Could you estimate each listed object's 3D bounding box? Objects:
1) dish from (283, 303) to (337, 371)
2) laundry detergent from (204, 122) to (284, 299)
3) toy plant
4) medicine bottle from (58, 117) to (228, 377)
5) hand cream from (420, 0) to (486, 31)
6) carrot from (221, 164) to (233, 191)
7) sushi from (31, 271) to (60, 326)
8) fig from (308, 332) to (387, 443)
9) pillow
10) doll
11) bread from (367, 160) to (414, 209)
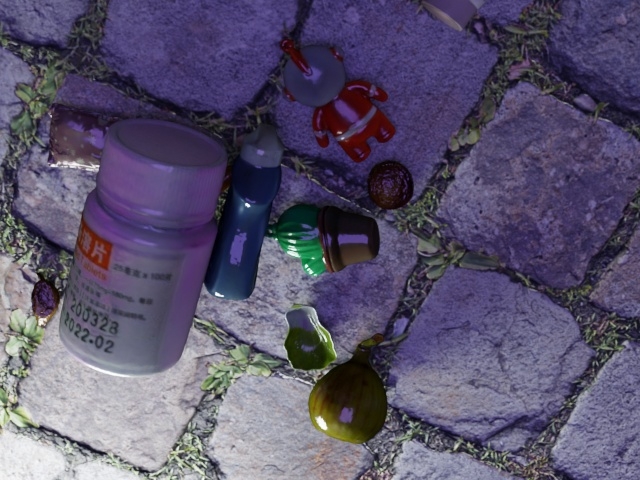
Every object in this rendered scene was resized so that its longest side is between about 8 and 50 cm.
[{"bbox_3d":[-0.023,0.169,1.790,0.091,0.039,0.137,-12,110,8],"label":"dish"},{"bbox_3d":[-0.125,-0.051,1.637,0.094,0.143,0.290,12,115,-6],"label":"laundry detergent"},{"bbox_3d":[0.000,0.000,1.700,0.200,0.105,0.143,0,131,18],"label":"toy plant"},{"bbox_3d":[-0.289,0.013,1.614,0.219,0.219,0.388,15,115,-7],"label":"medicine bottle"},{"bbox_3d":[0.256,-0.456,1.552,0.133,0.083,0.248,35,95,-14],"label":"hand cream"},{"bbox_3d":[-0.148,-0.118,1.684,0.142,0.035,0.035,-35,108,3],"label":"carrot"},{"bbox_3d":[-0.489,0.107,1.752,0.050,0.047,0.099,7,94,-16],"label":"sushi"},{"bbox_3d":[0.050,0.272,1.791,0.142,0.148,0.186,0,71,12],"label":"fig"},{"bbox_3d":[-0.365,-0.161,1.653,0.185,0.043,0.118,6,114,-8],"label":"pillow"},{"bbox_3d":[0.017,-0.237,1.621,0.142,0.076,0.245,-40,110,12],"label":"doll"},{"bbox_3d":[0.121,-0.094,1.687,0.085,0.053,0.085,-1,111,-1],"label":"bread"}]
